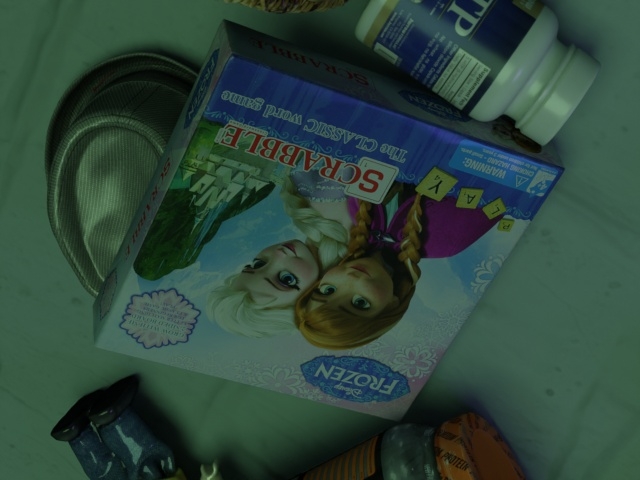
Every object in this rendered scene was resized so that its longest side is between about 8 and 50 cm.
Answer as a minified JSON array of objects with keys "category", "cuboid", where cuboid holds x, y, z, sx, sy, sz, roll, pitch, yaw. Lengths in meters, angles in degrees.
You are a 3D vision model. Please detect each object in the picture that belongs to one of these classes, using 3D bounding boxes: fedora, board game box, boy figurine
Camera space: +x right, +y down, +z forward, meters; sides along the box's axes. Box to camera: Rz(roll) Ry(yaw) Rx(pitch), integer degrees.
[{"category":"fedora","cuboid":[-0.175,-0.035,1.207,0.243,0.124,0.276,20,118,9]},{"category":"board game box","cuboid":[0.000,0.000,1.122,0.318,0.066,0.318,16,122,-21]},{"category":"boy figurine","cuboid":[-0.165,0.287,1.372,0.177,0.092,0.285,-29,103,27]}]

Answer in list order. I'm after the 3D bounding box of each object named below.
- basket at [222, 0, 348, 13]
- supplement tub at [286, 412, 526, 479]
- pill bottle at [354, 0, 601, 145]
[{"category":"basket","cuboid":[-0.048,-0.263,0.962,0.223,0.299,0.213,-32,102,25]},{"category":"supplement tub","cuboid":[0.046,0.304,1.240,0.316,0.193,0.194,-30,102,21]},{"category":"pill bottle","cuboid":[0.133,-0.165,1.053,0.186,0.112,0.112,34,119,0]}]
